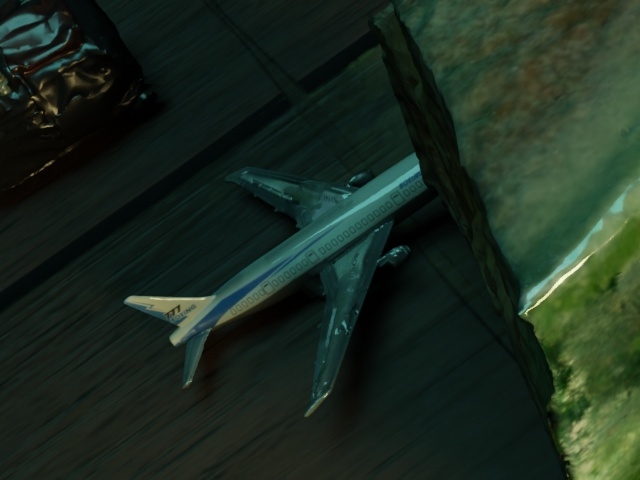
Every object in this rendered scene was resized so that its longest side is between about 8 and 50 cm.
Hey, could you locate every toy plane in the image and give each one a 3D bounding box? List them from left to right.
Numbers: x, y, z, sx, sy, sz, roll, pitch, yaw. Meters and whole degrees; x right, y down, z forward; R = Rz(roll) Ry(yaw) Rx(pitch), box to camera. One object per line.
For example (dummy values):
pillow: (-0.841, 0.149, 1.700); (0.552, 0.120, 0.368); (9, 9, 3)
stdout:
toy plane: (0.000, 0.003, 0.803); (0.226, 0.058, 0.226); (-26, 38, 3)

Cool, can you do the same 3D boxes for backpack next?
backpack: (-0.213, -0.108, 1.001); (0.165, 0.106, 0.120); (-35, 46, -6)

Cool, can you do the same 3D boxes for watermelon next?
watermelon: (0.126, -0.029, 0.587); (0.151, 0.264, 0.302); (-21, 50, 3)
